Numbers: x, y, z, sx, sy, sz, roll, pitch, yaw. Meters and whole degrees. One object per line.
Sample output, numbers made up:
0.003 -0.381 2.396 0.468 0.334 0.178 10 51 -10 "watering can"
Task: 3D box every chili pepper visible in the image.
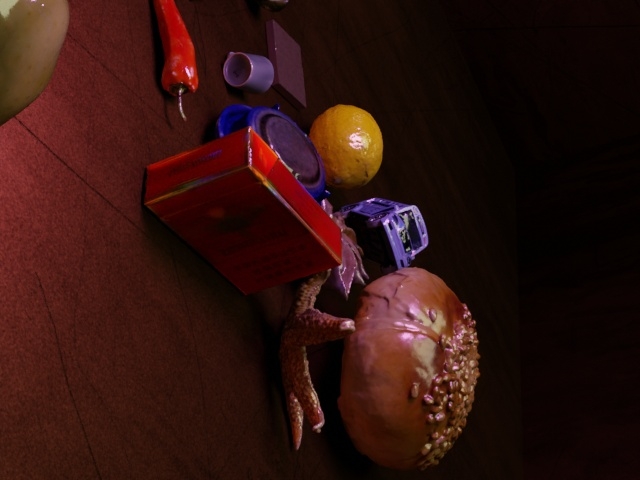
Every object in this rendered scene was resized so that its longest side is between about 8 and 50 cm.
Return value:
-0.252 -0.331 1.737 0.071 0.063 0.272 50 26 -68 "chili pepper"

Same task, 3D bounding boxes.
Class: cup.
-0.151 -0.339 1.972 0.100 0.078 0.077 44 18 21 "cup"

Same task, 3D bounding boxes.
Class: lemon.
0.055 -0.207 2.224 0.181 0.180 0.193 62 3 -25 "lemon"

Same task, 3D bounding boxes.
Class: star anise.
0.000 -0.002 2.003 0.292 0.109 0.350 48 17 -36 "star anise"

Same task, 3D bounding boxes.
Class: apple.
-0.395 -0.233 1.054 0.279 0.279 0.279 48 33 -46 "apple"

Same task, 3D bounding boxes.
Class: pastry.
0.188 0.261 2.010 0.409 0.245 0.410 6 90 -70 "pastry"

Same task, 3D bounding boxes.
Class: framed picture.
-0.077 -0.392 2.235 0.128 0.023 0.169 35 43 -56 "framed picture"

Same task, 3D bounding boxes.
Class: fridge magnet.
-0.088 -0.144 1.851 0.265 0.112 0.265 36 33 -29 "fridge magnet"

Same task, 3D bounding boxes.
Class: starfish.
-0.024 0.178 1.791 0.327 0.094 0.375 -126 -134 -74 "starfish"

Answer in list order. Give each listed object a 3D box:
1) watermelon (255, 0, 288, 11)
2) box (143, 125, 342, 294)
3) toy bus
-0.114 -0.561 2.189 0.075 0.092 0.182 62 12 -59 "watermelon"
-0.120 -0.040 1.650 0.313 0.197 0.089 47 33 -48 "box"
0.142 -0.020 2.190 0.126 0.133 0.292 70 -14 -13 "toy bus"
